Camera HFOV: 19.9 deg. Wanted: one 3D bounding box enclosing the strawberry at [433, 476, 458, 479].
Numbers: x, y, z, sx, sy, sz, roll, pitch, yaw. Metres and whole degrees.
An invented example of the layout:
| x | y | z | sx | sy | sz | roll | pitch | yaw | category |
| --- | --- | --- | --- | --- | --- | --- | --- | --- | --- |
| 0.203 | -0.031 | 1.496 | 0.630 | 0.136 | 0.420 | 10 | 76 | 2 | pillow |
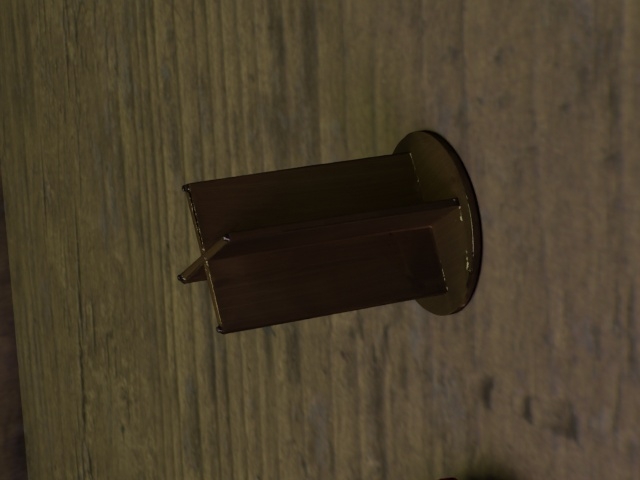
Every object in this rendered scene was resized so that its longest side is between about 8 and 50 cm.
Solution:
| x | y | z | sx | sy | sz | roll | pitch | yaw | category |
| --- | --- | --- | --- | --- | --- | --- | --- | --- | --- |
| 0.076 | 0.340 | 1.566 | 0.288 | 0.250 | 0.239 | -90 | -21 | -60 | strawberry |

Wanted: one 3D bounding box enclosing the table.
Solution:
| x | y | z | sx | sy | sz | roll | pitch | yaw | category |
| --- | --- | --- | --- | --- | --- | --- | --- | --- | --- |
| 0.000 | 0.000 | 1.585 | 0.167 | 0.226 | 0.167 | 171 | 90 | -67 | table |
